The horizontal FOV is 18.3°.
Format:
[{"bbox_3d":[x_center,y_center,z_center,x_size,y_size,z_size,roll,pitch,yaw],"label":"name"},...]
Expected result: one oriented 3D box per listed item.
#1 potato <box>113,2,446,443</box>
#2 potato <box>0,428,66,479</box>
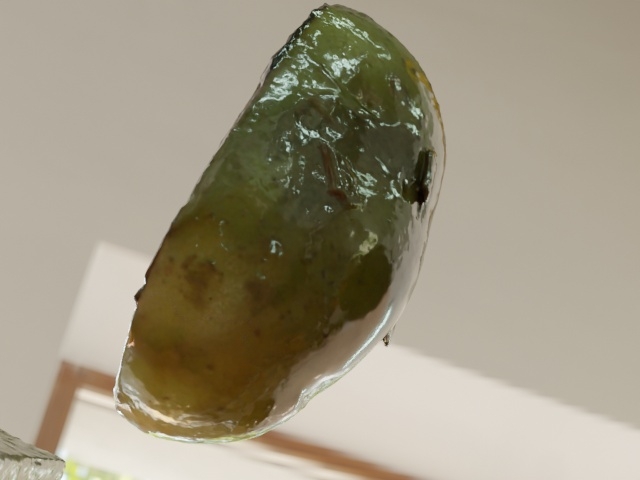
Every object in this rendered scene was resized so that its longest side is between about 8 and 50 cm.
[{"bbox_3d":[0.000,0.000,1.048,0.111,0.272,0.160,26,-32,12],"label":"potato"},{"bbox_3d":[-0.149,0.096,0.769,0.086,0.061,0.122,26,-2,11],"label":"potato"}]
